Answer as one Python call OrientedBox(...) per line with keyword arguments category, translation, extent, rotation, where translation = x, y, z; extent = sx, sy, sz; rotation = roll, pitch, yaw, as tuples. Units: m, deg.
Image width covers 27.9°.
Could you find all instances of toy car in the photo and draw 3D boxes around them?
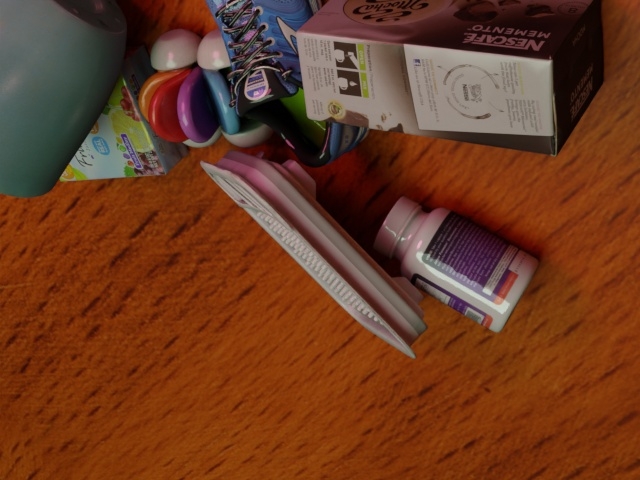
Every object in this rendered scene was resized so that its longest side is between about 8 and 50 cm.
OrientedBox(category="toy car", translation=(-0.154, -0.181, 1.656), extent=(0.182, 0.136, 0.159), rotation=(4, 125, 31))

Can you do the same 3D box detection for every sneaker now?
OrientedBox(category="sneaker", translation=(-0.056, -0.231, 1.542), extent=(0.129, 0.147, 0.330), rotation=(-25, 109, 36))

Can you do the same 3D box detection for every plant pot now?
OrientedBox(category="plant pot", translation=(-0.384, -0.238, 1.610), extent=(0.293, 0.293, 0.235), rotation=(43, 110, -3))

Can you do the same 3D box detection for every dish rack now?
OrientedBox(category="dish rack", translation=(0.000, 0.000, 1.652), extent=(0.333, 0.072, 0.285), rotation=(46, 173, -16))

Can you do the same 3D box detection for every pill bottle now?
OrientedBox(category="pill bottle", translation=(0.169, 0.025, 1.627), extent=(0.193, 0.108, 0.108), rotation=(30, 135, 9))

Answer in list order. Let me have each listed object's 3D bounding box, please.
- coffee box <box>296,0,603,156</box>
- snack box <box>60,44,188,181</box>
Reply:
OrientedBox(category="coffee box", translation=(0.146, -0.201, 1.424), extent=(0.297, 0.168, 0.119), rotation=(11, 129, 27))
OrientedBox(category="snack box", translation=(-0.310, -0.175, 1.811), extent=(0.207, 0.070, 0.174), rotation=(-1, 122, 36))
